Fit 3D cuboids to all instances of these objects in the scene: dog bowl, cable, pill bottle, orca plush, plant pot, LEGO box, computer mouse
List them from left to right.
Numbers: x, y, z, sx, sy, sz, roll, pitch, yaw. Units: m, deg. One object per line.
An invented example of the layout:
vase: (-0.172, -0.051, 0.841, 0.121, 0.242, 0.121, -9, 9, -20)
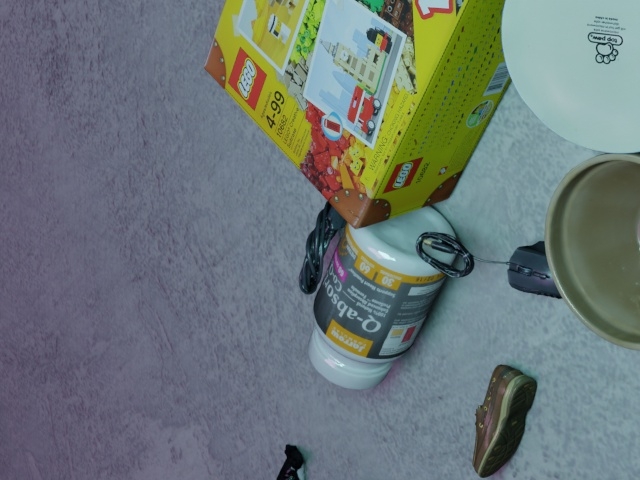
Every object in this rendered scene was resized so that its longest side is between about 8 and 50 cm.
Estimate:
orca plush: (-0.054, 0.513, 2.220, 0.151, 0.102, 0.287, 23, 121, 42)
cable: (0.000, 0.000, 1.907, 0.047, 0.184, 0.150, 23, 156, -4)
pill bottle: (0.082, 0.080, 1.850, 0.162, 0.162, 0.278, 46, 134, 28)
LEGO box: (0.083, -0.330, 1.665, 0.372, 0.193, 0.500, 47, 135, 26)
computer mouse: (0.239, 0.030, 1.668, 0.242, 0.041, 0.071, 10, 102, 19)
dog bowl: (0.341, -0.235, 1.422, 0.265, 0.104, 0.265, 17, 122, 30)
plant pot: (0.391, 0.003, 1.501, 0.237, 0.109, 0.237, 20, 118, 43)

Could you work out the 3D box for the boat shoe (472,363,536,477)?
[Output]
boat shoe: (0.253, 0.256, 1.802, 0.060, 0.064, 0.178, 38, 124, 41)
